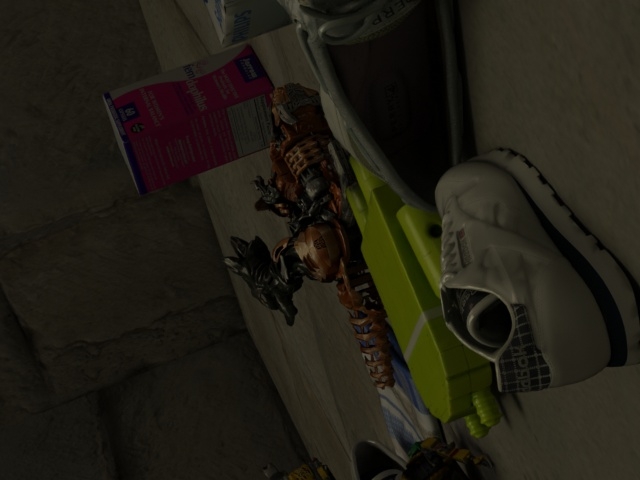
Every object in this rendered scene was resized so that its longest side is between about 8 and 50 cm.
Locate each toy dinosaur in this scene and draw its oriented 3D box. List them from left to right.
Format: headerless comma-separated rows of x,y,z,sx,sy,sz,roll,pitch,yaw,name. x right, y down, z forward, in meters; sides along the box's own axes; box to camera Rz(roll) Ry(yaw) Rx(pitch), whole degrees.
0.000,0.000,1.327,0.218,0.164,0.322,142,129,-65,toy dinosaur

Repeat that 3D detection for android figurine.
0.094,0.049,1.116,0.248,0.056,0.273,94,154,-70,android figurine

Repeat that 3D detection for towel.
0.114,0.238,1.534,0.209,0.034,0.285,-130,21,-63,towel

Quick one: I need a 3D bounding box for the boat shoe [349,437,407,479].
0.087,0.319,1.481,0.084,0.095,0.258,69,167,-20,boat shoe

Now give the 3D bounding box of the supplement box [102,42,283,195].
-0.175,-0.170,1.716,0.114,0.220,0.111,80,165,-48,supplement box

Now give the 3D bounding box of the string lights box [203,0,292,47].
-0.100,-0.317,1.089,0.133,0.077,0.259,132,117,-81,string lights box

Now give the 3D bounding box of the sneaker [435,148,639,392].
0.113,0.014,0.793,0.235,0.095,0.090,-123,13,-60,sneaker

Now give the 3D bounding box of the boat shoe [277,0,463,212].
0.042,-0.138,0.822,0.103,0.118,0.320,56,170,33,boat shoe

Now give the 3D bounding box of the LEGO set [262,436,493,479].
0.067,0.292,1.220,0.192,0.255,0.331,55,-175,-22,LEGO set
